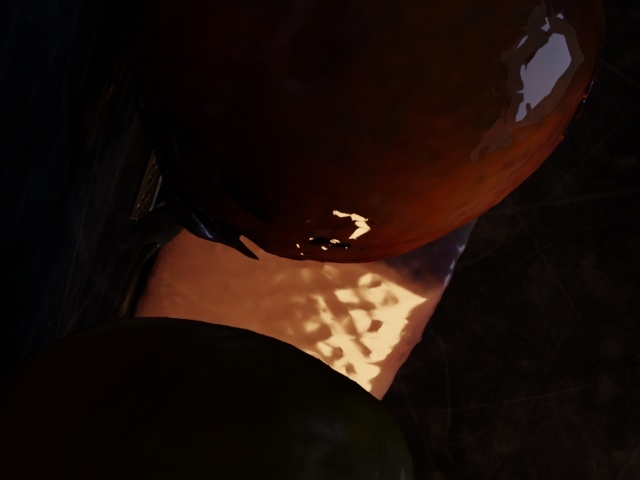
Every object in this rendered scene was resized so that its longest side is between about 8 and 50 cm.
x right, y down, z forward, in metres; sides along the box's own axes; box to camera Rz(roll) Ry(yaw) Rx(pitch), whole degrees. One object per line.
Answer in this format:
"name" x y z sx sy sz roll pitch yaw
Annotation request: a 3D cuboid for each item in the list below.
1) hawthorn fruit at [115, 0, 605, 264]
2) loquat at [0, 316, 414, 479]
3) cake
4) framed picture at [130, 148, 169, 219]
"hawthorn fruit" -0.001 -0.096 1.126 0.307 0.276 0.276 -50 178 1
"loquat" -0.074 0.179 1.023 0.276 0.283 0.276 -5 90 -70
"cake" 0.000 0.000 1.612 0.237 0.230 0.309 -64 -178 -41
"framed picture" -0.087 -0.129 1.530 0.281 0.019 0.209 -59 168 -81
